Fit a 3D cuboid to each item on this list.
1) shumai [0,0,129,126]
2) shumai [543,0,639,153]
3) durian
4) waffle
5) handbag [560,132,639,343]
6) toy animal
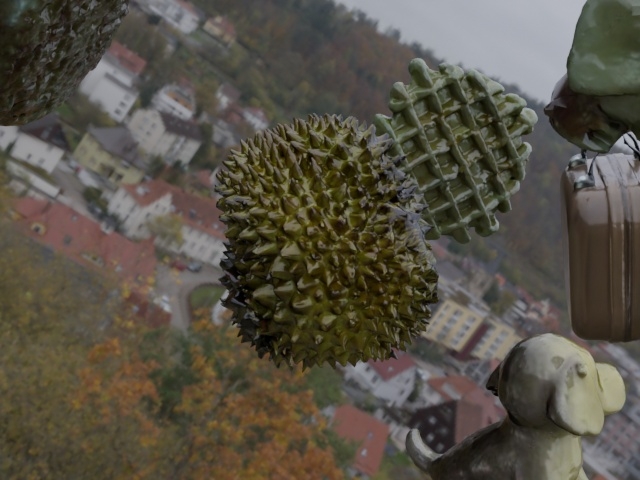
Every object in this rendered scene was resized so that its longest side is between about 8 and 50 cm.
[{"bbox_3d":[-0.462,-0.388,1.175,0.348,0.395,0.395,35,8,-5],"label":"shumai"},{"bbox_3d":[0.271,-0.113,0.533,0.218,0.189,0.256,27,10,8],"label":"shumai"},{"bbox_3d":[-0.003,-0.004,0.897,0.258,0.258,0.292,25,40,-53],"label":"durian"},{"bbox_3d":[0.218,-0.139,1.419,0.309,0.291,0.056,17,9,-25],"label":"waffle"},{"bbox_3d":[0.409,-0.026,1.181,0.149,0.283,0.302,-4,16,16],"label":"handbag"},{"bbox_3d":[0.186,0.193,0.758,0.121,0.233,0.168,-17,66,-46],"label":"toy animal"}]
